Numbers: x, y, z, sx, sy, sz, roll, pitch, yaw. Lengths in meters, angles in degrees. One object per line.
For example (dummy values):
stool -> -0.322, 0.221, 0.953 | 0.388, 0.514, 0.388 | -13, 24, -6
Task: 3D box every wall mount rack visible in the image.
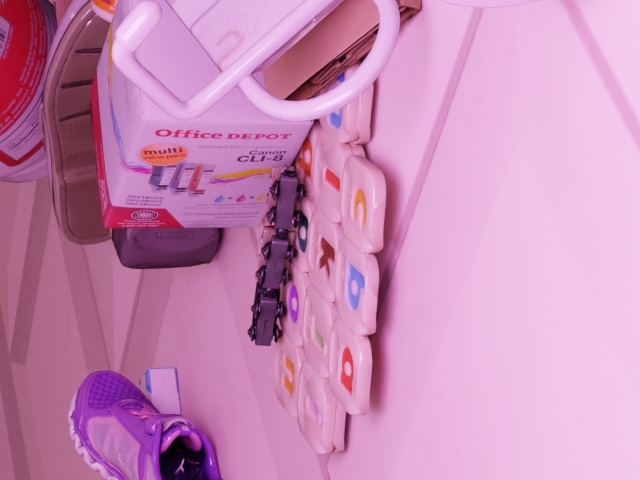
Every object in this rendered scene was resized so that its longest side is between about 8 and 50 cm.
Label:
wall mount rack -> -0.041, -0.247, 1.224 | 0.304, 0.130, 0.350 | -42, 46, 4

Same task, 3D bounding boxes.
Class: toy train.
toy train -> -0.032, 0.008, 1.385 | 0.036, 0.027, 0.158 | -95, 12, -55

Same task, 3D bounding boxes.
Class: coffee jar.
coffee jar -> -0.146, -0.060, 1.669 | 0.079, 0.096, 0.184 | 109, 154, -51

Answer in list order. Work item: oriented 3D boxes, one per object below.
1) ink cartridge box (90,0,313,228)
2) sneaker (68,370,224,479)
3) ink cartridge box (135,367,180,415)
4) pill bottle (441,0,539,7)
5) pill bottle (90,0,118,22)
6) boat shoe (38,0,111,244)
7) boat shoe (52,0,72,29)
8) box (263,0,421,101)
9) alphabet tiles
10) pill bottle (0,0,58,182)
ink cartridge box -> -0.091, -0.102, 1.397 | 0.176, 0.128, 0.127 | 120, 147, -60
sneaker -> -0.146, 0.187, 1.684 | 0.236, 0.095, 0.104 | 53, 134, 41
ink cartridge box -> -0.160, 0.158, 1.825 | 0.083, 0.028, 0.048 | 131, 135, -62
pill bottle -> 0.082, -0.231, 0.950 | 0.119, 0.119, 0.208 | 133, 133, -64
pill bottle -> -0.161, -0.276, 1.720 | 0.086, 0.086, 0.152 | -119, 33, -55
boat shoe -> -0.240, -0.140, 1.919 | 0.103, 0.113, 0.302 | -118, 31, -43
boat shoe -> -0.243, -0.323, 1.941 | 0.092, 0.103, 0.285 | -136, 41, -60
box -> 0.000, -0.208, 1.281 | 0.164, 0.021, 0.201 | -35, 57, 49
alphabet tiles -> 0.000, 0.000, 1.355 | 0.278, 0.021, 0.284 | -135, 47, -68
pill bottle -> -0.389, -0.192, 1.971 | 0.408, 0.229, 0.229 | 41, -139, -71
